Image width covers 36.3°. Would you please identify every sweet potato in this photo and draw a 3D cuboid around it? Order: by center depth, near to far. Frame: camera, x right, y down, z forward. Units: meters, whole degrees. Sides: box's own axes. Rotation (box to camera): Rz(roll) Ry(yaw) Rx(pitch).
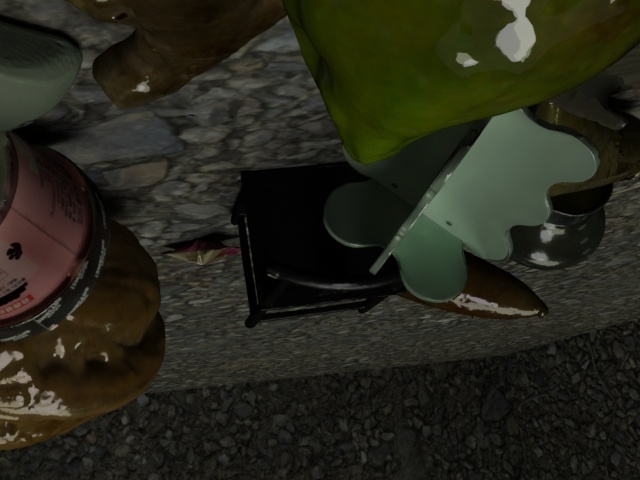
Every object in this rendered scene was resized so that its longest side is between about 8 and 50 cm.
[{"bbox_3d":[0.081,0.028,1.103,0.346,0.079,0.108,14,148,34],"label":"sweet potato"}]

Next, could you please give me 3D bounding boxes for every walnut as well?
[{"bbox_3d":[-0.264,0.073,0.891,0.257,0.257,0.225,1,127,-38],"label":"walnut"}]

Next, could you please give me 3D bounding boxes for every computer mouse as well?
[{"bbox_3d":[-0.215,-0.096,0.561,0.089,0.056,0.181,-22,162,29],"label":"computer mouse"}]

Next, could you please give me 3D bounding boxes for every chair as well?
[{"bbox_3d":[0.000,0.000,0.929,0.154,0.142,0.260,-7,168,-13],"label":"chair"}]

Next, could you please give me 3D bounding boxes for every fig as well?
[{"bbox_3d":[0.049,-0.126,0.355,0.233,0.167,0.167,-30,158,34],"label":"fig"}]

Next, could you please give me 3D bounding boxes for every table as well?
[{"bbox_3d":[0.103,-0.065,0.734,0.166,0.167,0.198,-6,158,-16],"label":"table"}]

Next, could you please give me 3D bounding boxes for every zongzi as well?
[{"bbox_3d":[0.236,-0.099,0.845,0.160,0.079,0.176,-13,160,-14],"label":"zongzi"}]

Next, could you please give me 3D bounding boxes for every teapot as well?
[{"bbox_3d":[0.241,-0.048,0.987,0.165,0.130,0.119,-39,162,-25],"label":"teapot"}]

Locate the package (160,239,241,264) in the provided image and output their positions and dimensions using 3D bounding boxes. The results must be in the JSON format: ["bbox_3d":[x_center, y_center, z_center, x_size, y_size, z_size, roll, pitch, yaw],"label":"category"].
[{"bbox_3d":[-0.139,0.014,1.139,0.083,0.029,0.059,-4,178,23],"label":"package"}]

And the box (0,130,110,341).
[{"bbox_3d":[-0.243,-0.017,0.688,0.151,0.151,0.135,-11,159,8],"label":"box"}]

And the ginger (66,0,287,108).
[{"bbox_3d":[-0.056,-0.141,0.426,0.166,0.080,0.333,-15,164,-1],"label":"ginger"}]

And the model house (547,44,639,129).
[{"bbox_3d":[0.153,-0.137,0.517,0.188,0.123,0.229,-14,163,40],"label":"model house"}]
